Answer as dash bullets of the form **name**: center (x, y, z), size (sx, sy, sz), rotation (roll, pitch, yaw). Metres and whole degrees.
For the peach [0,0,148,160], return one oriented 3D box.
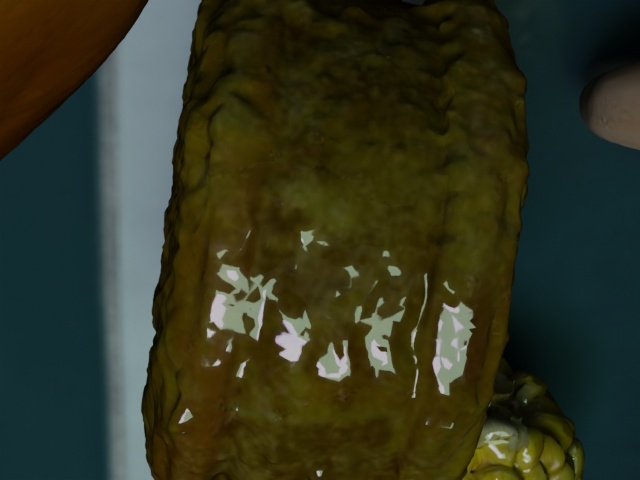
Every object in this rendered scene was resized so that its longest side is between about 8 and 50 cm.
- **peach**: center (-0.193, -0.141, 0.379), size (0.302, 0.343, 0.343), rotation (-13, 124, 38)

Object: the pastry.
- **pastry**: center (0.000, 0.000, 0.539), size (0.103, 0.188, 0.188), rotation (8, 121, -7)

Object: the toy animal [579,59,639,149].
- **toy animal**: center (0.228, -0.035, 0.532), size (0.250, 0.154, 0.166), rotation (12, 138, -16)

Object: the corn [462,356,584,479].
- **corn**: center (0.038, 0.167, 0.686), size (0.101, 0.101, 0.291), rotation (6, 122, -3)
